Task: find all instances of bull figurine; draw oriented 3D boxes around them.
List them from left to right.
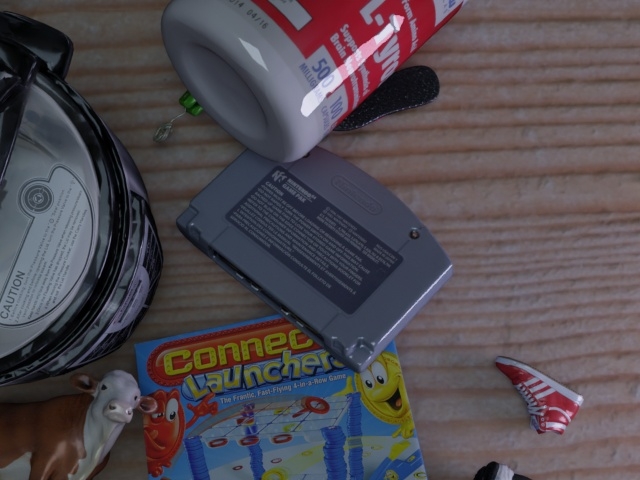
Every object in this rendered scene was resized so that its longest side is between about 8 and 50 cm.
[{"bbox_3d":[-0.317,0.246,1.440,0.310,0.101,0.188,-11,52,38],"label":"bull figurine"}]

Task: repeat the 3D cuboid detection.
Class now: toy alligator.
[{"bbox_3d":[-0.133,-0.186,1.573,0.051,0.056,0.190,39,84,-39],"label":"toy alligator"}]

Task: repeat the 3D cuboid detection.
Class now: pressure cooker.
[{"bbox_3d":[-0.377,-0.014,1.369,0.375,0.420,0.370,-22,85,-3],"label":"pressure cooker"}]

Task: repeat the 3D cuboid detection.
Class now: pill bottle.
[{"bbox_3d":[0.032,-0.299,1.476,0.229,0.229,0.407,45,73,2],"label":"pill bottle"}]

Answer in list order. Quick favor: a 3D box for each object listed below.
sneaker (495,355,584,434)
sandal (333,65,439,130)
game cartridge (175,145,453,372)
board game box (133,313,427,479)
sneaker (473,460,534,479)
[{"bbox_3d":[0.255,0.192,1.552,0.118,0.042,0.067,29,82,-1],"label":"sneaker"},{"bbox_3d":[0.061,-0.175,1.584,0.179,0.040,0.067,-13,91,-16],"label":"sandal"},{"bbox_3d":[0.000,0.000,1.502,0.294,0.060,0.196,38,73,21],"label":"game cartridge"},{"bbox_3d":[-0.043,0.235,1.451,0.308,0.086,0.302,-12,57,-1],"label":"board game box"},{"bbox_3d":[0.204,0.405,1.508,0.108,0.100,0.271,20,85,-5],"label":"sneaker"}]
